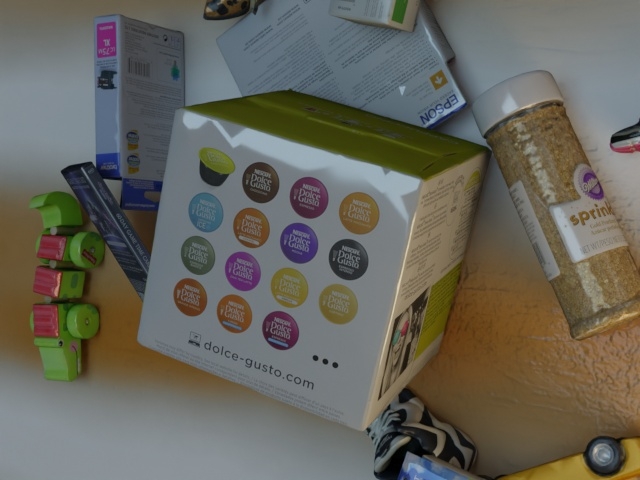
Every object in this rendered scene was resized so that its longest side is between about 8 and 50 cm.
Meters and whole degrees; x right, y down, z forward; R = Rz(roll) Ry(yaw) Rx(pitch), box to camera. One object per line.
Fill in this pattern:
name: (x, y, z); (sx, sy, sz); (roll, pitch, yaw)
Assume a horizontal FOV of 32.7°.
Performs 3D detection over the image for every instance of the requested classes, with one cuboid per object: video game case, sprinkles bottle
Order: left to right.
video game case: (-0.326, -0.004, 1.776); (0.274, 0.026, 0.196); (61, 162, -13)
sprinkles bottle: (0.324, -0.048, 1.468); (0.121, 0.121, 0.355); (-28, 77, 28)

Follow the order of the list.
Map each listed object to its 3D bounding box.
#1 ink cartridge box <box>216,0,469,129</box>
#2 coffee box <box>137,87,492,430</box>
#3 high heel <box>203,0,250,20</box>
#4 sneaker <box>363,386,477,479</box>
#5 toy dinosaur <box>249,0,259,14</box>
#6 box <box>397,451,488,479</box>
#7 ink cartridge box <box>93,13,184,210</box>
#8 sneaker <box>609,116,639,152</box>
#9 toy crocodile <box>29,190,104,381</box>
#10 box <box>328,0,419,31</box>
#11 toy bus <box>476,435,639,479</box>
ink cartridge box: (0.033, -0.259, 1.672); (0.324, 0.071, 0.330); (-32, 77, 26)
coffee box: (0.000, 0.000, 1.484); (0.338, 0.338, 0.334); (18, 108, 19)
high heel: (-0.178, -0.473, 1.742); (0.186, 0.093, 0.261); (-41, 73, -12)
sneaker: (0.098, 0.277, 1.580); (0.235, 0.153, 0.094); (36, 105, 26)
toy dinosaur: (-0.051, -0.483, 1.667); (0.118, 0.064, 0.268); (44, 90, 5)
box: (0.182, 0.361, 1.447); (0.178, 0.042, 0.109); (20, 92, 30)
ink cartridge box: (-0.294, -0.201, 1.796); (0.065, 0.186, 0.311); (-4, 88, 26)
sneaker: (0.452, -0.173, 1.427); (0.170, 0.063, 0.074); (-27, 77, 23)
toy crocodile: (-0.465, 0.083, 1.943); (0.115, 0.105, 0.340); (5, 93, 31)
box: (0.082, -0.357, 1.555); (0.102, 0.087, 0.101); (16, 99, 27)
toy bus: (0.302, 0.361, 1.466); (0.333, 0.108, 0.130); (-24, 69, 25)
